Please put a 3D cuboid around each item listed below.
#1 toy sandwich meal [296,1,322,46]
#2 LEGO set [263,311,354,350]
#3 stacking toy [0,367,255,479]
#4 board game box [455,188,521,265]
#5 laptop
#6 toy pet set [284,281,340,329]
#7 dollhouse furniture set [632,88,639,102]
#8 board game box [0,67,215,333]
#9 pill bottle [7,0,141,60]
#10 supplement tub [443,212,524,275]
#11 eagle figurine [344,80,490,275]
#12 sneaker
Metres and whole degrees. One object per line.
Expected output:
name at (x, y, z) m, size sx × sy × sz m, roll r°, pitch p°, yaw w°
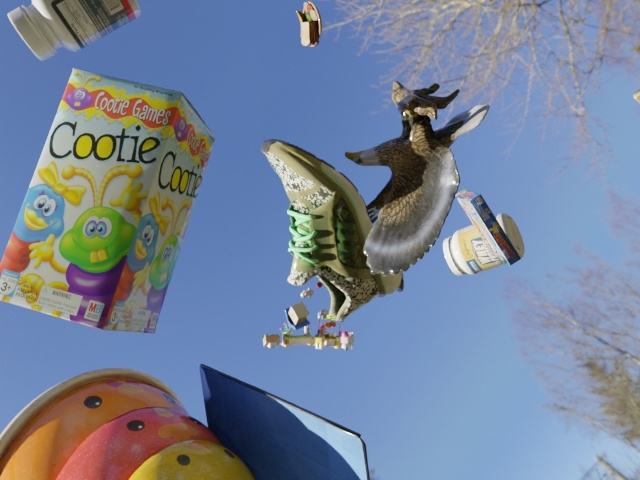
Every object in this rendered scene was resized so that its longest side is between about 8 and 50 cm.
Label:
toy sandwich meal at (-0.024, -0.426, 1.050) m, size 0.029 × 0.085 × 0.086 m, roll -19°, pitch -49°, yaw -20°
LEGO set at (-0.032, 0.277, 1.658) m, size 0.132 × 0.286 × 0.107 m, roll 6°, pitch -95°, yaw -77°
stacking toy at (-0.184, 0.360, 0.683) m, size 0.350 × 0.479 × 0.351 m, roll 7°, pitch -99°, yaw -50°
board game box at (0.433, -0.038, 1.385) m, size 0.035 × 0.136 × 0.201 m, roll -34°, pitch -80°, yaw 5°
laptop at (-0.127, 0.428, 0.679) m, size 0.408 × 0.381 × 0.236 m, roll -51°, pitch -59°, yaw -26°
toy pet set at (-0.022, 0.184, 1.334) m, size 0.114 × 0.122 × 0.065 m, roll -19°, pitch -28°, yaw -27°
dollhouse furniture set at (0.636, -0.144, 0.691) m, size 0.303 × 0.198 × 0.286 m, roll 29°, pitch -49°, yaw -19°
board game box at (-0.250, -0.040, 0.649) m, size 0.142 × 0.144 × 0.276 m, roll 67°, pitch -143°, yaw -78°
pill bottle at (-0.395, -0.371, 0.856) m, size 0.180 × 0.108 × 0.108 m, roll -34°, pitch -44°, yaw -8°
supplement tub at (0.481, 0.017, 1.572) m, size 0.199 × 0.144 × 0.144 m, roll -25°, pitch -30°, yaw 33°
eagle figurine at (0.150, -0.118, 0.935) m, size 0.226 × 0.225 × 0.299 m, roll -26°, pitch -56°, yaw -38°
sneaker at (0.000, 0.000, 0.982) m, size 0.182 × 0.158 × 0.410 m, roll -44°, pitch -63°, yaw -15°
